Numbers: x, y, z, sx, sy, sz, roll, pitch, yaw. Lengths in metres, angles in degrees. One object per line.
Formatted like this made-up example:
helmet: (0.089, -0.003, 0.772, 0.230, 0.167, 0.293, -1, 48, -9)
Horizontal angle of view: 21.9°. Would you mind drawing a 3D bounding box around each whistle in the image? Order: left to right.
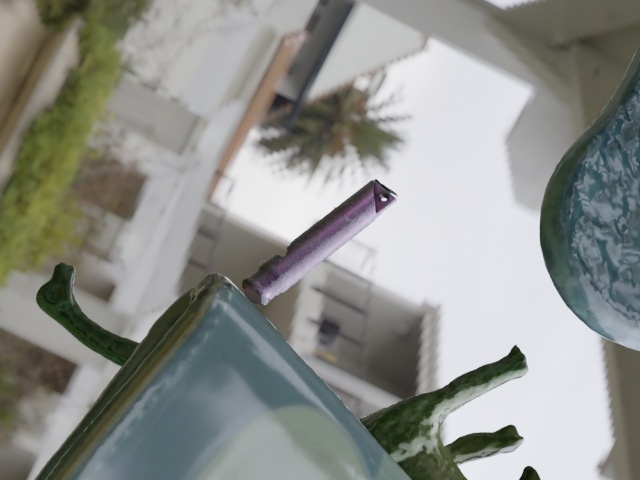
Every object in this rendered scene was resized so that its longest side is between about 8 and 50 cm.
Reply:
whistle: (0.000, 0.000, 1.504, 0.176, 0.033, 0.033, -37, 176, -26)

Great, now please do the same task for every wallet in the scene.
wallet: (-0.022, 0.225, 0.880, 0.252, 0.360, 0.083, -51, -157, -25)

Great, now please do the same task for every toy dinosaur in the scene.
toy dinosaur: (0.019, 0.186, 1.085, 0.087, 0.300, 0.447, 129, -56, -64)

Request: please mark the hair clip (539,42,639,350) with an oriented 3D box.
hair clip: (0.322, -0.062, 0.682, 0.238, 0.392, 0.318, -11, -121, 48)
